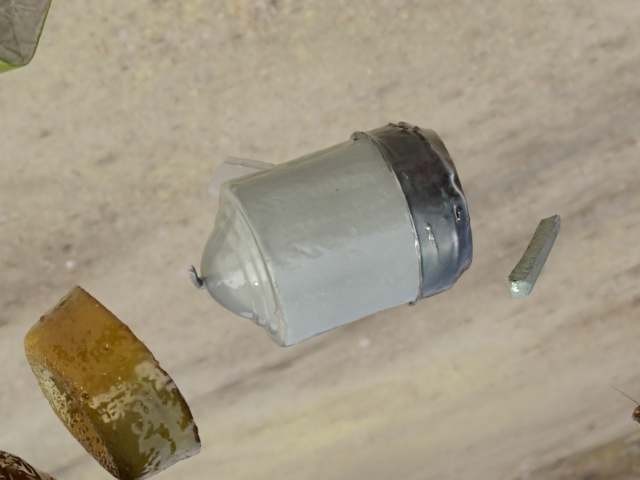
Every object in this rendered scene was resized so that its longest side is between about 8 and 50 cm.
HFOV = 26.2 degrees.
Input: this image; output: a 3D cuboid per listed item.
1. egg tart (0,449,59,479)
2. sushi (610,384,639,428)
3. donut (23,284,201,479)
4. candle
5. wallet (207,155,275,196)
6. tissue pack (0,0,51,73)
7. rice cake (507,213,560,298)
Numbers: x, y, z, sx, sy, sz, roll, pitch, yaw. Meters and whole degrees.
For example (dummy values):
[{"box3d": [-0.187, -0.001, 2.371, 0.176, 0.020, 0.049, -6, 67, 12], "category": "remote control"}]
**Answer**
[{"box3d": [-0.292, 0.399, 1.647, 0.178, 0.443, 0.443, -66, 162, -4], "category": "egg tart"}, {"box3d": [0.406, 0.227, 1.666, 0.026, 0.120, 0.126, -55, 145, 3], "category": "sushi"}, {"box3d": [-0.281, 0.197, 1.790, 0.108, 0.277, 0.277, -36, 169, -22], "category": "donut"}, {"box3d": [0.000, 0.000, 1.628, 0.343, 0.221, 0.221, -19, 163, -12], "category": "candle"}, {"box3d": [-0.104, -0.080, 1.821, 0.025, 0.061, 0.122, 32, 170, -31], "category": "wallet"}, {"box3d": [-0.424, -0.256, 1.365, 0.275, 0.167, 0.200, -7, 154, 43], "category": "tissue pack"}, {"box3d": [0.303, 0.019, 1.936, 0.033, 0.033, 0.207, 1, -151, 24], "category": "rice cake"}]
